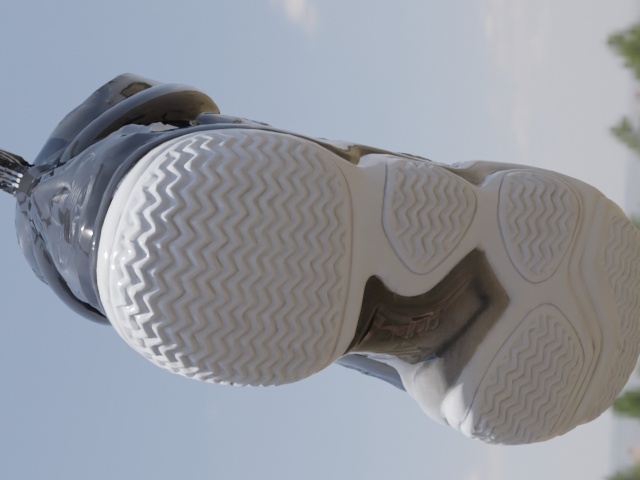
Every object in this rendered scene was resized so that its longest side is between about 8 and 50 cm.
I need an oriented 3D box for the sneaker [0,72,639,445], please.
[{"bbox_3d":[0.000,0.000,0.677,0.269,0.153,0.101,13,-83,-44],"label":"sneaker"}]
